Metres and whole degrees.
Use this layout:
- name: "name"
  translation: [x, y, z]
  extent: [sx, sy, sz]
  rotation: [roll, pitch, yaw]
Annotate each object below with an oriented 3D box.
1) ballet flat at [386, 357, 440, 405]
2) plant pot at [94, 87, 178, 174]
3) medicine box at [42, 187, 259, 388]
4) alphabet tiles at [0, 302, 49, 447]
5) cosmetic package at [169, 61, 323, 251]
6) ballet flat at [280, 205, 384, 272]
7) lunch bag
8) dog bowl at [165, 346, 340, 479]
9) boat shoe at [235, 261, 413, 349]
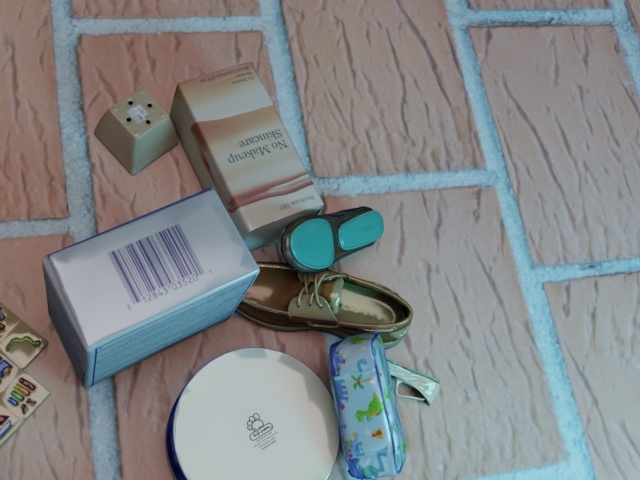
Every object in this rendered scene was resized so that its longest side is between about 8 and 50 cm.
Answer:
- name: "ballet flat"
  translation: [0.126, 0.233, 1.497]
  extent: [0.168, 0.057, 0.052]
  rotation: [24, 73, -4]
- name: "plant pot"
  translation: [-0.316, -0.200, 1.526]
  extent: [0.109, 0.096, 0.109]
  rotation: [-40, 83, -25]
- name: "medicine box"
  translation: [-0.262, 0.079, 1.323]
  extent: [0.264, 0.289, 0.149]
  rotation: [-25, 79, -22]
- name: "alphabet tiles"
  translation: [-0.603, 0.190, 1.342]
  extent: [0.342, 0.011, 0.285]
  rotation: [39, 65, 2]
- name: "cosmetic package"
  translation: [-0.133, -0.142, 1.534]
  extent: [0.153, 0.129, 0.296]
  rotation: [-23, 77, -23]
- name: "ballet flat"
  translation: [0.000, 0.000, 1.487]
  extent: [0.280, 0.096, 0.095]
  rotation: [-11, 96, -53]
- name: "lunch bag"
  translation: [0.076, 0.259, 1.392]
  extent: [0.090, 0.176, 0.218]
  rotation: [-12, 90, 10]
- name: "dog bowl"
  translation: [-0.106, 0.305, 1.378]
  extent: [0.265, 0.104, 0.264]
  rotation: [5, 68, -13]
- name: "boat shoe"
  translation: [0.006, 0.094, 1.483]
  extent: [0.324, 0.120, 0.122]
  rotation: [13, 66, -10]
